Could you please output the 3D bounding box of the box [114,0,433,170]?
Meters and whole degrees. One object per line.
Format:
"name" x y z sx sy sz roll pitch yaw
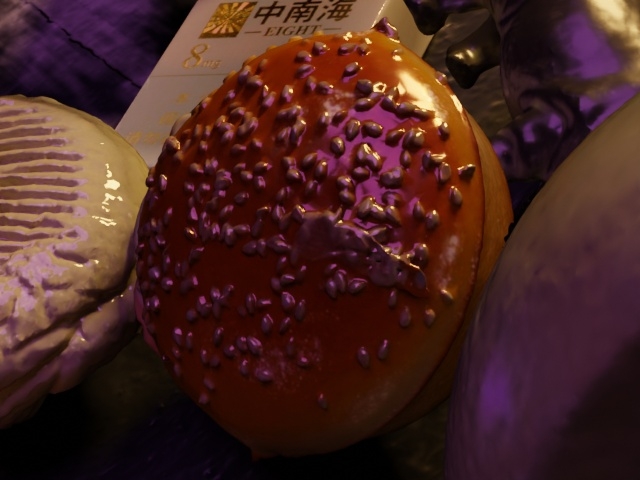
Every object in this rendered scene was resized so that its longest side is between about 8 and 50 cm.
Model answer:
"box" -0.025 -0.106 1.149 0.155 0.067 0.243 2 46 27

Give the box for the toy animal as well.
"toy animal" 0.168 -0.044 0.955 0.168 0.106 0.343 -37 50 7

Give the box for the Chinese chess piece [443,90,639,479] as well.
"Chinese chess piece" 0.217 0.077 0.617 0.349 0.349 0.146 -14 31 11

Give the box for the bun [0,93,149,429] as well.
"bun" -0.186 0.023 1.034 0.220 0.134 0.220 -10 48 11

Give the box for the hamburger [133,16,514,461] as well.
"hamburger" 0.000 0.004 0.916 0.237 0.147 0.237 -21 62 48
